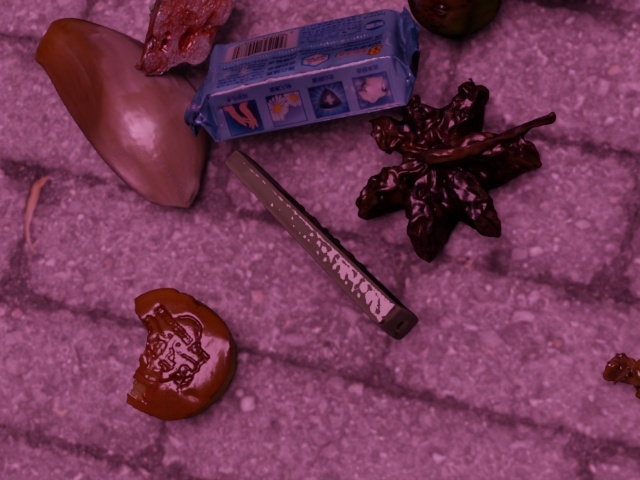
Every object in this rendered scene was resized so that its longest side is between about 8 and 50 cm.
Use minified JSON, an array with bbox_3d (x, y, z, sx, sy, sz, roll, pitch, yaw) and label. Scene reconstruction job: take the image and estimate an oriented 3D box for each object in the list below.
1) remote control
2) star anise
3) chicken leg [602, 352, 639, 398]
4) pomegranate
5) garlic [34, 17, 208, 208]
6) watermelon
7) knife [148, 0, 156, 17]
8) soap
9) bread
[{"bbox_3d":[0.000,0.000,1.602,0.038,0.123,0.285,-44,70,2],"label":"remote control"},{"bbox_3d":[0.138,-0.091,1.586,0.190,0.126,0.220,24,85,30],"label":"star anise"},{"bbox_3d":[0.404,0.178,1.489,0.208,0.085,0.101,17,94,25],"label":"chicken leg"},{"bbox_3d":[0.157,-0.305,1.631,0.130,0.130,0.130,-3,77,13],"label":"pomegranate"},{"bbox_3d":[-0.244,-0.177,1.719,0.143,0.112,0.318,-44,61,4],"label":"garlic"},{"bbox_3d":[-0.156,-0.281,1.668,0.098,0.121,0.158,21,56,-13],"label":"watermelon"},{"bbox_3d":[-0.138,-0.309,1.755,0.166,0.022,0.078,-29,78,7],"label":"knife"},{"bbox_3d":[-0.018,-0.197,1.633,0.293,0.077,0.156,-10,31,11],"label":"soap"},{"bbox_3d":[-0.160,0.137,1.627,0.125,0.086,0.156,2,79,13],"label":"bread"}]
